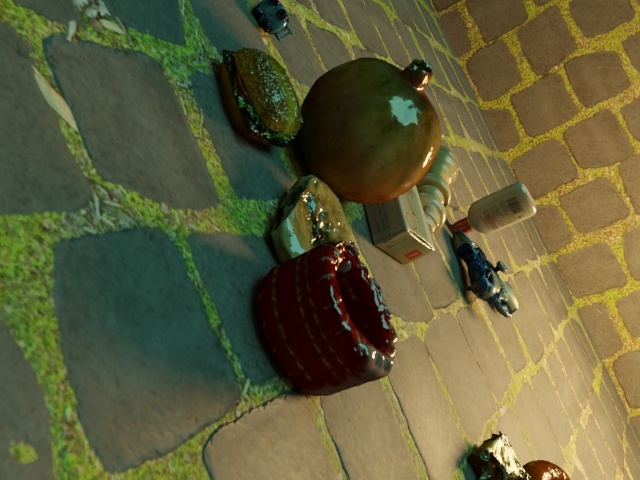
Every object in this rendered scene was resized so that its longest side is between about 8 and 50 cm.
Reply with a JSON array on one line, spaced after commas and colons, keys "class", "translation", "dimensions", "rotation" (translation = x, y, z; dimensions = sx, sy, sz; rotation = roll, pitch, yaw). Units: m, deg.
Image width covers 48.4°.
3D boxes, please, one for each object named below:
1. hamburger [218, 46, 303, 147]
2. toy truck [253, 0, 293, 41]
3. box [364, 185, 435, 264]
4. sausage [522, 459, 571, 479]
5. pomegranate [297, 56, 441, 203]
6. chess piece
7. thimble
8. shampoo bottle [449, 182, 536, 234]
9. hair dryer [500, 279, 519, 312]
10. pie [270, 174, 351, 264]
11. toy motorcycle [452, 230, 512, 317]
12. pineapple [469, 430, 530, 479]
[{"class": "hamburger", "translation": [-0.088, -0.231, 1.125], "dimensions": [0.137, 0.087, 0.166], "rotation": [11, 56, -61]}, {"class": "toy truck", "translation": [-0.086, -0.425, 1.379], "dimensions": [0.073, 0.056, 0.090], "rotation": [63, 11, 15]}, {"class": "box", "translation": [0.143, -0.096, 1.461], "dimensions": [0.135, 0.079, 0.269], "rotation": [32, 38, -50]}, {"class": "sausage", "translation": [0.454, 0.507, 1.471], "dimensions": [0.302, 0.076, 0.103], "rotation": [19, 47, -57]}, {"class": "pomegranate", "translation": [0.094, -0.204, 1.244], "dimensions": [0.229, 0.270, 0.252], "rotation": [28, 34, -40]}, {"class": "chess piece", "translation": [0.254, -0.103, 1.662], "dimensions": [0.117, 0.117, 0.397], "rotation": [56, 27, -16]}, {"class": "thimble", "translation": [0.010, 0.105, 0.934], "dimensions": [0.190, 0.125, 0.163], "rotation": [65, 23, 3]}, {"class": "shampoo bottle", "translation": [0.446, -0.068, 1.865], "dimensions": [0.108, 0.221, 0.051], "rotation": [51, 28, -26]}, {"class": "hair dryer", "translation": [0.472, 0.100, 1.969], "dimensions": [0.167, 0.067, 0.199], "rotation": [48, 17, -19]}, {"class": "pie", "translation": [-0.003, 0.001, 1.107], "dimensions": [0.185, 0.052, 0.218], "rotation": [58, 26, -24]}, {"class": "toy motorcycle", "translation": [0.405, 0.083, 1.798], "dimensions": [0.135, 0.092, 0.254], "rotation": [27, 33, -39]}, {"class": "pineapple", "translation": [0.332, 0.411, 1.336], "dimensions": [0.137, 0.069, 0.116], "rotation": [45, 30, -31]}]
